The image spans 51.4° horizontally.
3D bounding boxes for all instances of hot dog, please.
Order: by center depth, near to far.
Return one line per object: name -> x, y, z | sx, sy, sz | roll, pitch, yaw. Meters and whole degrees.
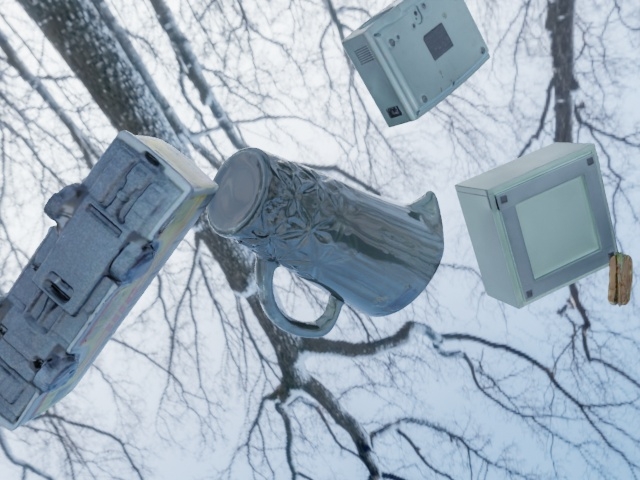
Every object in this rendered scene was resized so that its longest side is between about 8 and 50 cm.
hot dog -> 0.444, 0.058, 0.983 | 0.037, 0.021, 0.083 | -5, -112, 51

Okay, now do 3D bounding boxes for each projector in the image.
projector -> 0.112, -0.213, 0.740 | 0.147, 0.115, 0.061 | -41, -162, -25

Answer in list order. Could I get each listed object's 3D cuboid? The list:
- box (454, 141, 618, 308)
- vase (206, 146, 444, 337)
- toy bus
box -> 0.394, -0.031, 1.190 | 0.225, 0.225, 0.117 | -23, -165, -12
vase -> 0.000, 0.000, 0.816 | 0.156, 0.301, 0.251 | 36, -82, 45
toy bus -> -0.198, 0.034, 0.566 | 0.092, 0.106, 0.268 | 40, -76, 7
